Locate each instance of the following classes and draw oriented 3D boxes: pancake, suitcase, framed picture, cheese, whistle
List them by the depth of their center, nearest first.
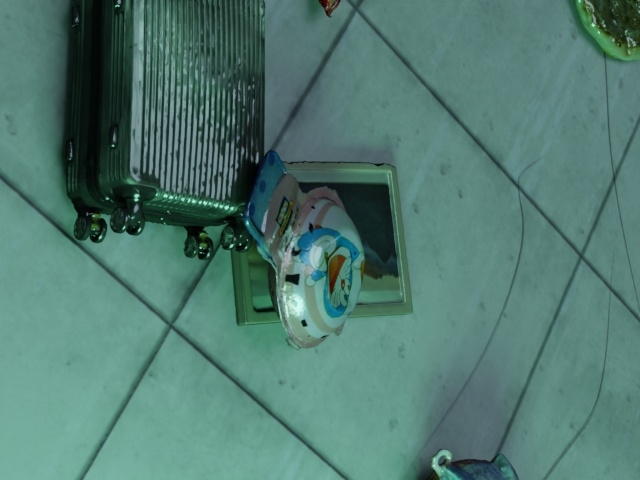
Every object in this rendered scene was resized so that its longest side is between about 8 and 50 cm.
[{"bbox_3d":[-0.159,-0.146,1.554,0.202,0.128,0.312,10,75,-41],"label":"suitcase"},{"bbox_3d":[-0.018,0.012,1.611,0.286,0.074,0.189,58,44,-51],"label":"cheese"},{"bbox_3d":[0.001,0.000,1.739,0.265,0.018,0.192,-2,83,-40],"label":"framed picture"},{"bbox_3d":[0.211,0.386,1.789,0.142,0.133,0.346,-50,123,-38],"label":"whistle"},{"bbox_3d":[0.449,-0.383,2.175,0.253,0.037,0.254,8,77,-38],"label":"pancake"}]

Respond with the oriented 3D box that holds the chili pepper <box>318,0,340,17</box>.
[{"bbox_3d":[0.035,-0.387,1.813,0.059,0.050,0.268,18,71,-15],"label":"chili pepper"}]
